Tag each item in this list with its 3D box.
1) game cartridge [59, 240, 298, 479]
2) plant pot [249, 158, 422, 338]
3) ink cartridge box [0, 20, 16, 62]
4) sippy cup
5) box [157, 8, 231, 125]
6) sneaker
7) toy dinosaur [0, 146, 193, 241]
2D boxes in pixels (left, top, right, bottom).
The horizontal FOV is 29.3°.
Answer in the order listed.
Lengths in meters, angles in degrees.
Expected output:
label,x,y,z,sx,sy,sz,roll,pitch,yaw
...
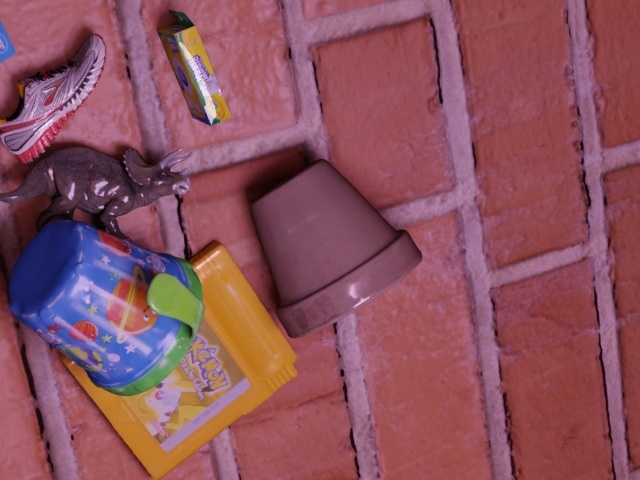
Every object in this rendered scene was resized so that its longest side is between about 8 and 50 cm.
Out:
label,x,y,z,sx,sy,sz,roll,pitch,yaw
game cartridge,-0.225,0.204,2.053,0.323,0.052,0.285,-36,114,-9
plant pot,0.000,0.000,2.005,0.263,0.263,0.229,-34,96,-11
ink cartridge box,-0.553,-0.272,1.719,0.231,0.078,0.134,-49,123,-47
sippy cup,-0.333,0.086,1.826,0.305,0.240,0.224,-35,134,20
box,-0.202,-0.273,1.912,0.043,0.105,0.179,-25,110,-15
sneaker,-0.407,-0.226,1.851,0.092,0.088,0.225,40,85,-21
toy dinosaur,-0.366,-0.082,1.907,0.313,0.121,0.160,7,89,-19
